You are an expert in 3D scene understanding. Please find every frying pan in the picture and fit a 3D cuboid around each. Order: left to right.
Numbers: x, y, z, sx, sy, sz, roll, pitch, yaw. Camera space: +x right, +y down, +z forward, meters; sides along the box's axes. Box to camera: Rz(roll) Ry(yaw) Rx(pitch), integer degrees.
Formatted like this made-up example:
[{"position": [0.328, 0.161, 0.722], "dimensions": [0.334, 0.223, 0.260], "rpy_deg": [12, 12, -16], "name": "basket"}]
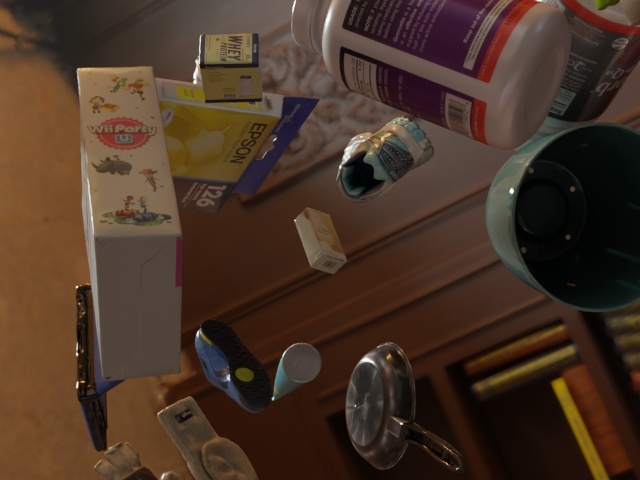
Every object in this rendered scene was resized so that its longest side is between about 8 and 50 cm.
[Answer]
[{"position": [0.107, 0.294, 1.767], "dimensions": [0.053, 0.197, 0.326], "rpy_deg": [8, -148, -23], "name": "frying pan"}]

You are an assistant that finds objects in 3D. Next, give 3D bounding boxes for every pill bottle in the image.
[{"position": [0.131, -0.245, 1.440], "dimensions": [0.323, 0.181, 0.181], "rpy_deg": [25, -177, 23], "name": "pill bottle"}, {"position": [0.421, -0.319, 1.952], "dimensions": [0.363, 0.210, 0.210], "rpy_deg": [114, 147, -51], "name": "pill bottle"}]

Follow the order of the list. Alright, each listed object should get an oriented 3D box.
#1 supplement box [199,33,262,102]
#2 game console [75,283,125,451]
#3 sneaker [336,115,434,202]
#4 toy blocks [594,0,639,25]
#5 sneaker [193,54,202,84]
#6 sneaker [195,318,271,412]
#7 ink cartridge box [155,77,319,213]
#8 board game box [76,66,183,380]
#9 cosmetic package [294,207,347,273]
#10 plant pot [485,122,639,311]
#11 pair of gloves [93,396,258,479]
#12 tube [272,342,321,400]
[{"position": [-0.125, -0.241, 1.632], "dimensions": [0.083, 0.083, 0.056], "rpy_deg": [89, 180, -57], "name": "supplement box"}, {"position": [-0.364, 0.202, 2.175], "dimensions": [0.293, 0.173, 0.250], "rpy_deg": [-103, 6, -47], "name": "game console"}, {"position": [0.070, -0.118, 1.926], "dimensions": [0.110, 0.122, 0.283], "rpy_deg": [53, 156, 1], "name": "sneaker"}, {"position": [0.584, -0.408, 1.562], "dimensions": [0.261, 0.381, 0.190], "rpy_deg": [-12, -102, -27], "name": "toy blocks"}, {"position": [-0.195, -0.276, 2.312], "dimensions": [0.088, 0.092, 0.225], "rpy_deg": [2, -142, -26], "name": "sneaker"}, {"position": [-0.146, 0.223, 1.926], "dimensions": [0.069, 0.082, 0.209], "rpy_deg": [-7, -140, -34], "name": "sneaker"}, {"position": [-0.194, -0.154, 2.034], "dimensions": [0.307, 0.303, 0.072], "rpy_deg": [6, -125, -26], "name": "ink cartridge box"}, {"position": [-0.224, -0.026, 1.348], "dimensions": [0.303, 0.098, 0.224], "rpy_deg": [-108, 19, -44], "name": "board game box"}, {"position": [0.000, 0.000, 2.107], "dimensions": [0.060, 0.041, 0.115], "rpy_deg": [16, -140, -40], "name": "cosmetic package"}, {"position": [0.403, -0.042, 1.892], "dimensions": [0.293, 0.293, 0.235], "rpy_deg": [60, 170, -10], "name": "plant pot"}, {"position": [-0.174, 0.321, 1.490], "dimensions": [0.204, 0.042, 0.240], "rpy_deg": [46, -151, 6], "name": "pair of gloves"}, {"position": [-0.037, 0.180, 1.618], "dimensions": [0.052, 0.080, 0.207], "rpy_deg": [33, 166, 0], "name": "tube"}]
